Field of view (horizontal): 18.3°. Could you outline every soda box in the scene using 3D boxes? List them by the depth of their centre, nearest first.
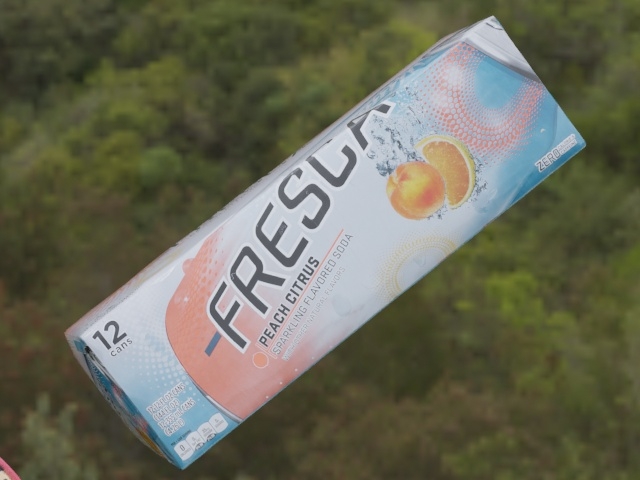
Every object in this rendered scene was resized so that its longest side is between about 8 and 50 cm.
[{"bbox_3d":[0.000,0.000,0.691,0.183,0.058,0.063,-39,7,-11],"label":"soda box"}]

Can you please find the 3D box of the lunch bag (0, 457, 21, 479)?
[{"bbox_3d":[-0.338,0.166,1.145,0.293,0.120,0.258,43,64,8],"label":"lunch bag"}]
